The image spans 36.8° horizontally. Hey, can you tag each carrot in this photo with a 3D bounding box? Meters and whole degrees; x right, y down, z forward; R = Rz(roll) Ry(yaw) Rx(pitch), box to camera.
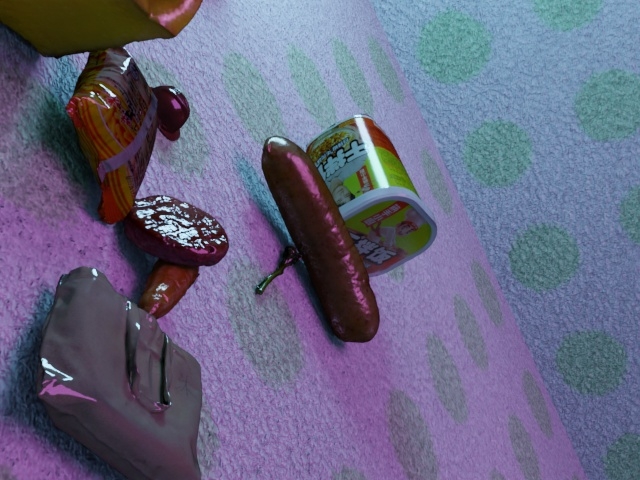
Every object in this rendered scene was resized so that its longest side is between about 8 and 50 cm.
[{"bbox_3d":[-0.245,0.079,1.482,0.072,0.072,0.205,61,18,-15],"label":"carrot"}]

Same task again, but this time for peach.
[{"bbox_3d":[-0.362,-0.442,1.451,0.242,0.380,0.306,47,55,-44],"label":"peach"}]

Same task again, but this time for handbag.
[{"bbox_3d":[-0.263,0.197,1.287,0.316,0.109,0.253,50,22,-36],"label":"handbag"}]

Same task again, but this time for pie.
[{"bbox_3d":[-0.233,-0.018,1.554,0.182,0.049,0.182,21,24,-10],"label":"pie"}]

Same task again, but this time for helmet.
[{"bbox_3d":[-0.273,-0.247,1.791,0.111,0.057,0.089,61,19,-15],"label":"helmet"}]

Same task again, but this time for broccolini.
[{"bbox_3d":[-0.088,0.066,1.956,0.044,0.042,0.218,63,27,-13],"label":"broccolini"}]

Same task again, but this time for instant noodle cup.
[{"bbox_3d":[0.100,-0.117,2.305,0.294,0.294,0.308,42,25,-47],"label":"instant noodle cup"}]

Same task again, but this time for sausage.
[{"bbox_3d":[0.001,-0.002,2.076,0.501,0.123,0.136,66,30,-13],"label":"sausage"}]

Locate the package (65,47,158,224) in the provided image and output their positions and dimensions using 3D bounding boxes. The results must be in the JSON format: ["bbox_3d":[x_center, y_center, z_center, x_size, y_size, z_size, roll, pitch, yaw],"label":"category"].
[{"bbox_3d":[-0.322,-0.195,1.513,0.288,0.108,0.223,-94,169,-49],"label":"package"}]
